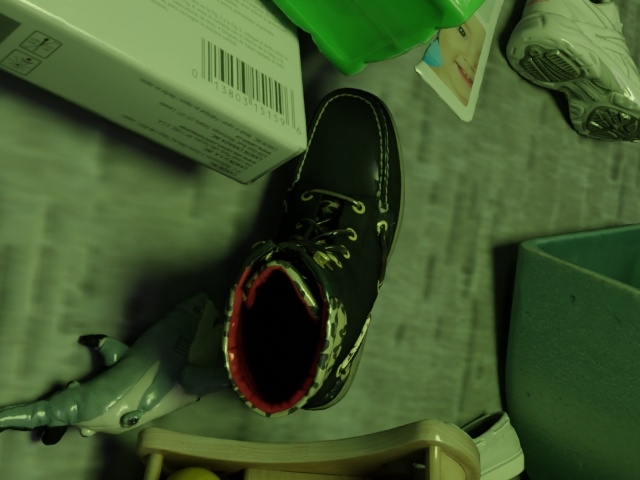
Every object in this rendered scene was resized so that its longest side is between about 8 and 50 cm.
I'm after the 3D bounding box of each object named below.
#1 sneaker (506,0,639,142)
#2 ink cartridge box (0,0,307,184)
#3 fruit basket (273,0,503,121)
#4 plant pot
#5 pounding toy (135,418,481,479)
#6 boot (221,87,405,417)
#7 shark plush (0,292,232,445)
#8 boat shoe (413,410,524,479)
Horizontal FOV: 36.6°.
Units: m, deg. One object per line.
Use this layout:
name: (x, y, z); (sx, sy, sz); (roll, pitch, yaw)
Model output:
sneaker: (0.277, -0.180, 0.950); (0.232, 0.090, 0.115); (33, 66, -41)
ink cartridge box: (-0.126, -0.190, 0.578); (0.275, 0.060, 0.238); (24, 50, -42)
fruit basket: (0.053, -0.306, 0.652); (0.327, 0.165, 0.353); (43, 57, -27)
plant pot: (0.323, 0.146, 0.911); (0.247, 0.248, 0.252); (-7, 115, -44)
pounding toy: (0.015, 0.201, 0.573); (0.270, 0.154, 0.154); (8, 53, -5)
boot: (0.002, 0.001, 0.632); (0.178, 0.085, 0.236); (28, 72, -81)
shark plush: (-0.130, 0.087, 0.609); (0.161, 0.073, 0.067); (-20, 84, -23)
boat shoe: (0.111, 0.186, 0.821); (0.184, 0.066, 0.063); (-8, 83, -41)
